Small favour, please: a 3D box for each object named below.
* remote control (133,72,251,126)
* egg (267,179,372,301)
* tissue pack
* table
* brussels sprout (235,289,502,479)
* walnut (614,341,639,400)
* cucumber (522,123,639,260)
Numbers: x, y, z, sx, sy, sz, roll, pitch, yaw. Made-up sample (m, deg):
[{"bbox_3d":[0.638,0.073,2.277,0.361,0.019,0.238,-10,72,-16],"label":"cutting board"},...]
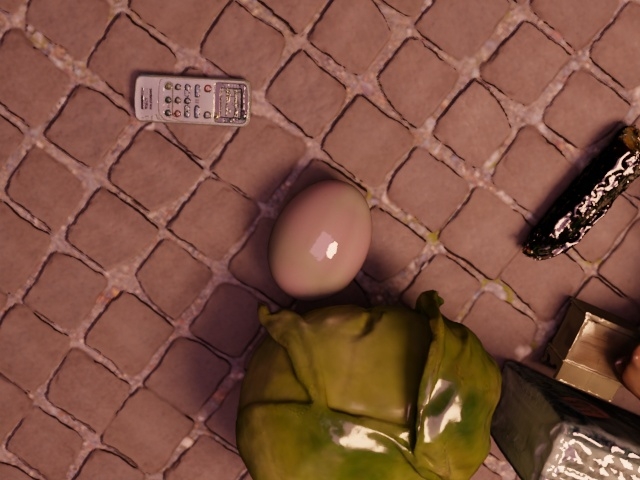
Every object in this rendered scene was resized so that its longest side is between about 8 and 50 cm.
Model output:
[{"bbox_3d":[-0.135,-0.148,1.001,0.124,0.018,0.053,4,103,-2],"label":"remote control"},{"bbox_3d":[0.000,0.000,0.992,0.103,0.103,0.135,26,99,-7],"label":"egg"},{"bbox_3d":[0.341,0.248,0.989,0.315,0.228,0.103,24,97,-6],"label":"tissue pack"},{"bbox_3d":[0.300,0.120,1.045,0.079,0.062,0.083,23,101,-7],"label":"table"},{"bbox_3d":[0.046,0.173,0.968,0.259,0.227,0.294,9,130,-4],"label":"brussels sprout"},{"bbox_3d":[0.438,0.093,0.969,0.204,0.141,0.238,11,111,-38],"label":"walnut"},{"bbox_3d":[0.286,-0.046,1.016,0.053,0.053,0.181,41,101,-9],"label":"cucumber"}]
